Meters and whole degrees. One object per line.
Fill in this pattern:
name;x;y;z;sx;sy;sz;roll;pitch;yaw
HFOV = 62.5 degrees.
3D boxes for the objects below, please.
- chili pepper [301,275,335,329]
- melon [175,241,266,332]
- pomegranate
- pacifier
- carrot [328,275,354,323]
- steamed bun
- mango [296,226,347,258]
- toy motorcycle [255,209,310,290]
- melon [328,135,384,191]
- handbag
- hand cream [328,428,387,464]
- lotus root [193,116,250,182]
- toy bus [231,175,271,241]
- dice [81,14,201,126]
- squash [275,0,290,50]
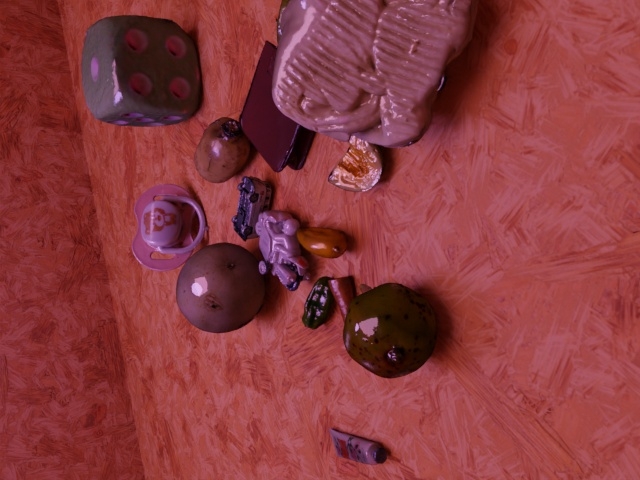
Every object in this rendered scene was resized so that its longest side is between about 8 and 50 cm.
chili pepper;-0.010;0.187;1.400;0.072;0.073;0.203;39;129;25
melon;-0.301;0.152;1.612;0.268;0.269;0.330;64;149;22
pomegranate;0.127;0.173;1.106;0.246;0.198;0.198;40;127;42
pacifier;-0.576;-0.045;1.977;0.273;0.221;0.331;-17;71;53
carrot;0.075;0.196;1.298;0.057;0.057;0.224;-26;77;52
steamed bun;0.108;-0.354;0.989;0.394;0.237;0.346;-21;109;21
mango;0.000;0.000;1.315;0.188;0.101;0.066;26;118;49
toy motorcycle;-0.105;0.005;1.451;0.260;0.110;0.170;59;137;31
melon;0.095;-0.176;1.184;0.128;0.079;0.160;44;131;15
handbag;-0.104;-0.349;1.398;0.260;0.084;0.275;53;135;33
hand cream;0.089;0.536;1.361;0.234;0.050;0.080;-22;83;59
lotus root;-0.300;-0.280;1.625;0.160;0.146;0.284;55;148;4
toy bus;-0.201;-0.098;1.572;0.087;0.089;0.193;43;129;42
dice;-0.623;-0.576;1.842;0.318;0.331;0.322;0;97;49
squash;0.041;-0.489;1.226;0.261;0.189;0.189;16;115;12
